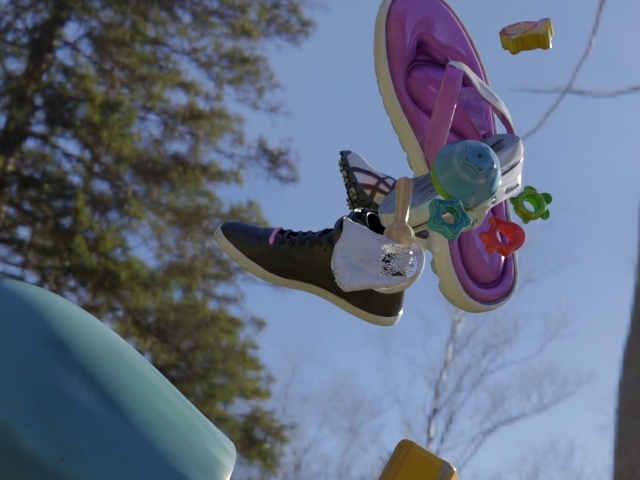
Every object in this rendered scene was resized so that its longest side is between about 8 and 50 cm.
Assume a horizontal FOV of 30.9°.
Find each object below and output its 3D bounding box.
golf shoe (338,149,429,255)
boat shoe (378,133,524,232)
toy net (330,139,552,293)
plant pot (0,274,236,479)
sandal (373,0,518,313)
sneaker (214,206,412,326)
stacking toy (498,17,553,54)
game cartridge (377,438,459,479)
[{"bbox_3d":[0.115,-0.065,1.999,0.120,0.273,0.105,-22,-41,-8],"label":"golf shoe"},{"bbox_3d":[0.157,-0.045,1.277,0.083,0.226,0.076,8,-59,49],"label":"boat shoe"},{"bbox_3d":[0.103,-0.005,1.054,0.122,0.232,0.045,48,-28,9],"label":"toy net"},{"bbox_3d":[-0.254,0.172,0.922,0.235,0.293,0.293,51,-40,-9],"label":"plant pot"},{"bbox_3d":[0.185,-0.120,1.426,0.169,0.417,0.102,-18,4,-37],"label":"sandal"},{"bbox_3d":[0.000,0.000,1.651,0.295,0.104,0.147,23,-60,4],"label":"sneaker"},{"bbox_3d":[0.257,-0.267,1.052,0.221,0.052,0.167,-5,-63,23],"label":"stacking toy"},{"bbox_3d":[0.014,0.326,0.892,0.052,0.324,0.285,29,-14,19],"label":"game cartridge"}]
